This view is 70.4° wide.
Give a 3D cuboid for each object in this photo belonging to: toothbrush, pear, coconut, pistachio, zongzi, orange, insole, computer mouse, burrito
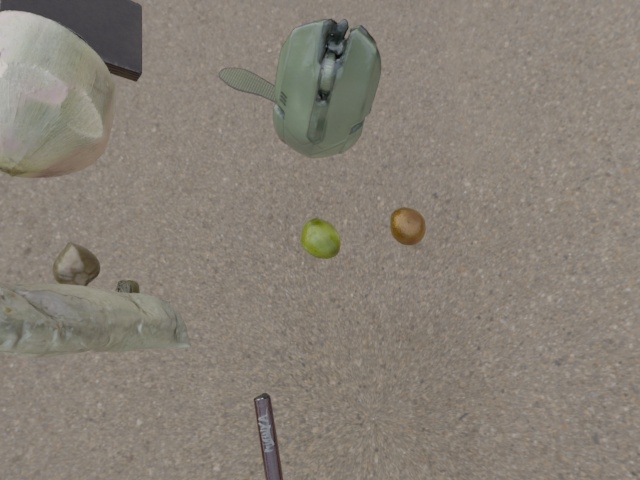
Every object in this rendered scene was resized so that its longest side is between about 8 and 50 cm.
[{"bbox_3d":[-0.104,0.530,1.022,0.041,0.041,0.363,-10,86,3],"label":"toothbrush"},{"bbox_3d":[0.000,0.000,1.018,0.092,0.092,0.097,-32,68,-6],"label":"pear"},{"bbox_3d":[-0.320,-0.144,0.497,0.171,0.170,0.182,-2,58,6],"label":"coconut"},{"bbox_3d":[-0.647,0.066,1.194,0.108,0.186,0.126,-20,100,-35],"label":"pistachio"},{"bbox_3d":[-0.529,0.200,1.283,0.176,0.079,0.160,13,96,42],"label":"zongzi"},{"bbox_3d":[0.183,-0.031,0.957,0.085,0.085,0.084,-2,68,6],"label":"orange"},{"bbox_3d":[-0.185,-0.461,1.360,0.254,0.005,0.086,23,65,1],"label":"insole"},{"bbox_3d":[0.002,-0.300,1.034,0.229,0.429,0.145,10,66,-5],"label":"computer mouse"},{"bbox_3d":[-0.341,0.112,0.651,0.117,0.392,0.076,44,100,27],"label":"burrito"}]

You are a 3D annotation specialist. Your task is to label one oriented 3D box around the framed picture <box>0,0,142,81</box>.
[{"bbox_3d":[-0.330,-0.300,0.613,0.023,0.169,0.127,-27,64,44],"label":"framed picture"}]
